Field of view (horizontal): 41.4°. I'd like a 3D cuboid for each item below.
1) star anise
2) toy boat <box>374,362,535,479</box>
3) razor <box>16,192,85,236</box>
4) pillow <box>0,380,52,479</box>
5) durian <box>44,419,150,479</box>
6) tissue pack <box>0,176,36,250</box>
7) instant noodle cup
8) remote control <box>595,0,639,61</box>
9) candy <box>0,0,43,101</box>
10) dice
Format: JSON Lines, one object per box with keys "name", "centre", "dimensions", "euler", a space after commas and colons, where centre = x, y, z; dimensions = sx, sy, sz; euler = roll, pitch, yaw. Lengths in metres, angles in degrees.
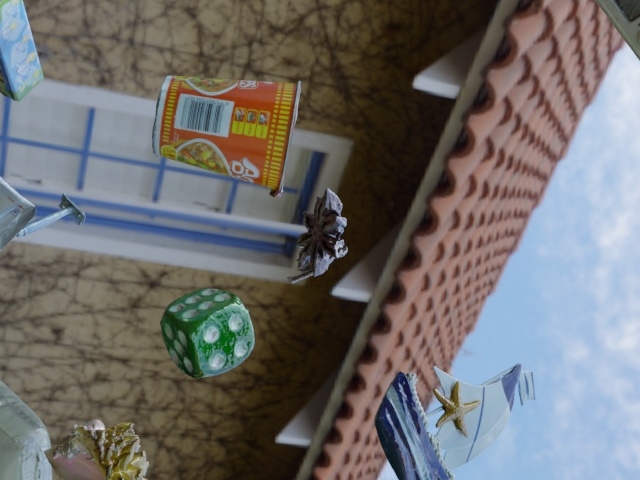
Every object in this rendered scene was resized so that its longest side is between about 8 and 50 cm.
{"name": "star anise", "centre": [-0.001, 0.000, 2.072], "dimensions": [0.230, 0.081, 0.262], "euler": [48, -57, 51]}
{"name": "toy boat", "centre": [0.229, 0.281, 1.368], "dimensions": [0.067, 0.291, 0.220], "euler": [-13, -81, 64]}
{"name": "razor", "centre": [-0.521, -0.038, 1.611], "dimensions": [0.135, 0.068, 0.040], "euler": [-34, 160, -46]}
{"name": "pillow", "centre": [-0.530, 0.343, 1.372], "dimensions": [0.255, 0.120, 0.322], "euler": [36, -44, 24]}
{"name": "durian", "centre": [-0.251, 0.254, 0.968], "dimensions": [0.224, 0.078, 0.140], "euler": [-12, -71, 53]}
{"name": "tissue pack", "centre": [-0.546, -0.075, 1.318], "dimensions": [0.122, 0.193, 0.026], "euler": [-40, -166, 12]}
{"name": "instant noodle cup", "centre": [-0.150, -0.177, 1.345], "dimensions": [0.193, 0.212, 0.193], "euler": [-171, -90, -86]}
{"name": "remote control", "centre": [0.349, -0.206, 0.838], "dimensions": [0.078, 0.221, 0.042], "euler": [-36, 180, 45]}
{"name": "candy", "centre": [-0.442, -0.282, 1.141], "dimensions": [0.062, 0.097, 0.194], "euler": [-49, 169, -24]}
{"name": "dice", "centre": [-0.204, 0.163, 1.521], "dimensions": [0.131, 0.128, 0.120], "euler": [16, -57, 51]}
